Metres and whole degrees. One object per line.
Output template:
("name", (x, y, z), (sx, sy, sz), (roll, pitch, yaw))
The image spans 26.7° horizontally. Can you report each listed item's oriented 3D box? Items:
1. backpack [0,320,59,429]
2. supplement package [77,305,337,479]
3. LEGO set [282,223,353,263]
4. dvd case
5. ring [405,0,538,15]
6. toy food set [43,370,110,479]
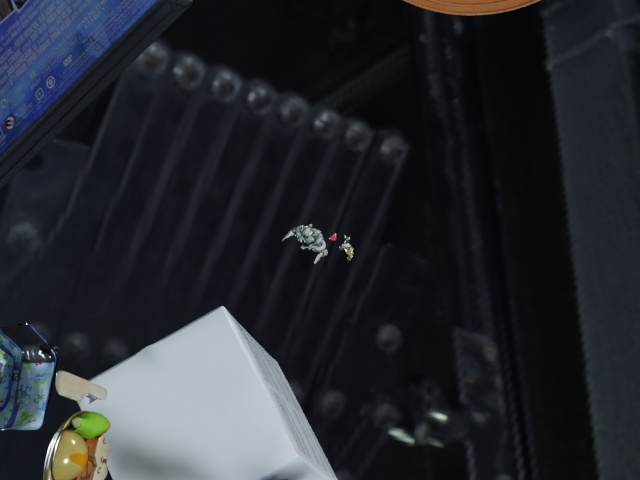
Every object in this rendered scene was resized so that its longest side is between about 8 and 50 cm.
("backpack", (-0.371, 0.166, 1.604), (0.105, 0.084, 0.114), (28, -67, 51))
("supplement package", (-0.125, 0.238, 1.584), (0.199, 0.262, 0.198), (-29, -112, 1))
("LEGO set", (0.000, -0.002, 1.499), (0.054, 0.083, 0.023), (62, -38, 30))
("dvd case", (-0.182, -0.170, 0.738), (0.180, 0.022, 0.253), (-39, -114, 26))
("ring", (0.152, -0.386, 1.340), (0.336, 0.337, 0.032), (-50, -170, 25))
("toy food set", (-0.245, 0.237, 1.385), (0.039, 0.132, 0.192), (4, -102, 17))
